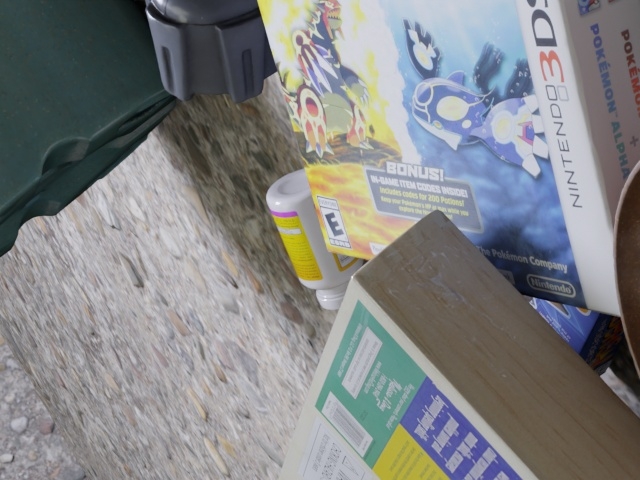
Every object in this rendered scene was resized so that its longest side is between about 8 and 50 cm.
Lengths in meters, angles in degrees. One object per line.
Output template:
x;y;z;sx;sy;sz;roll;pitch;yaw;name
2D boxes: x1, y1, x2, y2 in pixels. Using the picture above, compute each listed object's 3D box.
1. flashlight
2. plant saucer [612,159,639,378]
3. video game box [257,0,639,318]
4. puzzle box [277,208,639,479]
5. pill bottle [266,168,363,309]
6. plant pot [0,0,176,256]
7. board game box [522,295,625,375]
-0.058;-0.190;0.795;0.304;0.103;0.103;88;-179;-49;flashlight
0.159;0.040;0.583;0.168;0.029;0.168;51;153;38;plant saucer
0.053;-0.073;0.716;0.205;0.048;0.187;11;120;54;video game box
0.096;0.171;0.841;0.272;0.052;0.409;48;160;12;puzzle box
0.000;0.000;1.056;0.043;0.043;0.083;28;144;58;pill bottle
-0.288;-0.155;1.168;0.334;0.341;0.341;50;162;0;plant pot
0.075;-0.032;0.822;0.201;0.035;0.136;53;161;19;board game box
